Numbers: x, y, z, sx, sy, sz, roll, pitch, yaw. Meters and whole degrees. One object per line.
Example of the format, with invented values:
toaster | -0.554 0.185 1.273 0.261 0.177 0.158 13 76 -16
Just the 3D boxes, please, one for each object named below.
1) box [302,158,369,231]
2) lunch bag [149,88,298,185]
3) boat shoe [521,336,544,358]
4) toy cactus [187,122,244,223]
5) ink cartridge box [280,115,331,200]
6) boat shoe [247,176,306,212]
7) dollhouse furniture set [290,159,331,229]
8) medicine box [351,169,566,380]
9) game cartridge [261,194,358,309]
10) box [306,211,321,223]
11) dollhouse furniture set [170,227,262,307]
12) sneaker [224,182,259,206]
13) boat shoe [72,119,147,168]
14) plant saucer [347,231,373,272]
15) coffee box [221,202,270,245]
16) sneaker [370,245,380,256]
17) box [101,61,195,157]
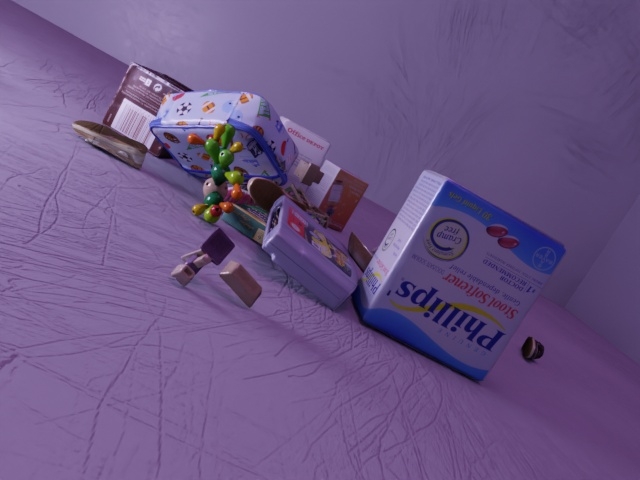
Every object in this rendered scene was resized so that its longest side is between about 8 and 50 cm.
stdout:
box | 0.039 -0.133 1.895 0.130 0.170 0.091 22 12 -40
lunch bag | -0.203 -0.215 1.402 0.303 0.115 0.243 9 -27 25
boat shoe | 0.557 0.282 1.652 0.049 0.056 0.152 27 9 13
toy cactus | -0.206 -0.116 1.227 0.112 0.219 0.180 2 -25 -17
ink cartridge box | -0.094 -0.235 1.883 0.160 0.219 0.092 26 11 -22
boat shoe | -0.104 -0.092 1.382 0.170 0.063 0.059 34 0 -45
dollhouse furniture set | 0.002 -0.102 1.665 0.182 0.161 0.101 19 15 -45
medicine box | 0.245 0.062 1.167 0.263 0.289 0.149 28 8 -11
game cartridge | -0.016 0.019 1.201 0.196 0.060 0.294 44 11 -13
box | -0.085 -0.065 1.527 0.169 0.059 0.054 31 11 4
dollhouse furniture set | -0.148 0.060 0.870 0.081 0.091 0.114 -20 -64 49
sneaker | -0.154 -0.091 1.445 0.170 0.063 0.075 18 21 -32
boat shoe | -0.423 -0.193 1.266 0.153 0.048 0.056 22 23 -9
plant saucer | 0.113 0.070 1.335 0.199 0.036 0.198 53 0 0
coffee box | -0.116 -0.032 1.323 0.113 0.040 0.184 33 10 17
sneaker | 0.232 0.070 1.708 0.215 0.084 0.083 29 5 -1
box | -0.393 -0.314 1.569 0.168 0.167 0.203 30 10 4
